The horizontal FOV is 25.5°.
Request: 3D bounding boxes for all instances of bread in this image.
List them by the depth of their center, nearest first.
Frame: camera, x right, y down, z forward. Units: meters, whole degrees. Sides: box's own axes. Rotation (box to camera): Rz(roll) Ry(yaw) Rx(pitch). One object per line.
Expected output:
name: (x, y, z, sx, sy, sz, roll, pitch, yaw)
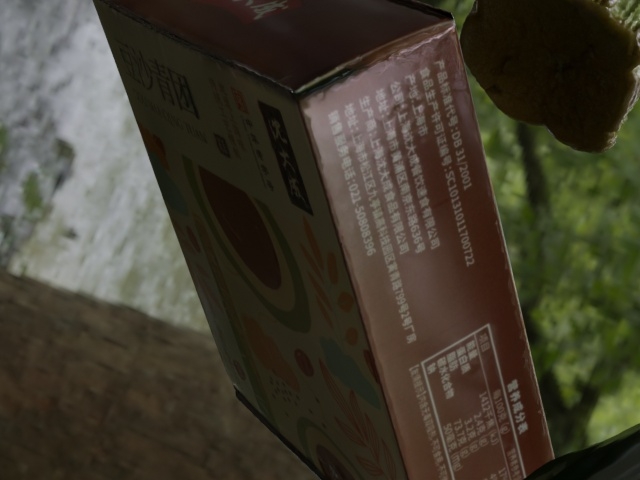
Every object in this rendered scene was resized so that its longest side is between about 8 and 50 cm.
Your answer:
bread: (0.157, -0.133, 0.923, 0.069, 0.128, 0.140, -56, 163, -29)

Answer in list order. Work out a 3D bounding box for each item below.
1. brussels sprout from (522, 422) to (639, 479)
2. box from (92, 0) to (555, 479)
brussels sprout: (0.155, 0.209, 0.349, 0.342, 0.425, 0.361, -10, 108, -31)
box: (0.000, 0.000, 1.041, 0.122, 0.344, 0.385, -27, 120, -19)
